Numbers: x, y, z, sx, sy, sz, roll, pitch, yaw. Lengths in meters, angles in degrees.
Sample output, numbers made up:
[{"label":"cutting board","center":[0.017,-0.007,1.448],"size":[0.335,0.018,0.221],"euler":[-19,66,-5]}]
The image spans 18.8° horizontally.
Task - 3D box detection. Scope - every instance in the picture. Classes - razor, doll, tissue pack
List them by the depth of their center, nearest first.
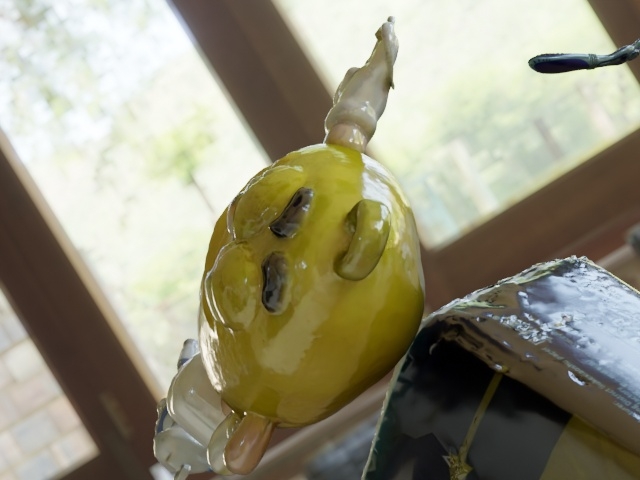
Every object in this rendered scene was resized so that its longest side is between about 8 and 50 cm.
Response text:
[{"label":"doll","center":[-0.012,0.028,1.459],"size":[0.348,0.161,0.423],"euler":[-76,8,-46]},{"label":"tissue pack","center":[0.275,0.221,1.551],"size":[0.264,0.416,0.253],"euler":[-19,-48,-48]},{"label":"doll","center":[-0.109,0.144,1.703],"size":[0.114,0.057,0.227],"euler":[-41,18,29]},{"label":"razor","center":[0.267,-0.179,1.855],"size":[0.154,0.028,0.044],"euler":[-15,-34,-29]}]
